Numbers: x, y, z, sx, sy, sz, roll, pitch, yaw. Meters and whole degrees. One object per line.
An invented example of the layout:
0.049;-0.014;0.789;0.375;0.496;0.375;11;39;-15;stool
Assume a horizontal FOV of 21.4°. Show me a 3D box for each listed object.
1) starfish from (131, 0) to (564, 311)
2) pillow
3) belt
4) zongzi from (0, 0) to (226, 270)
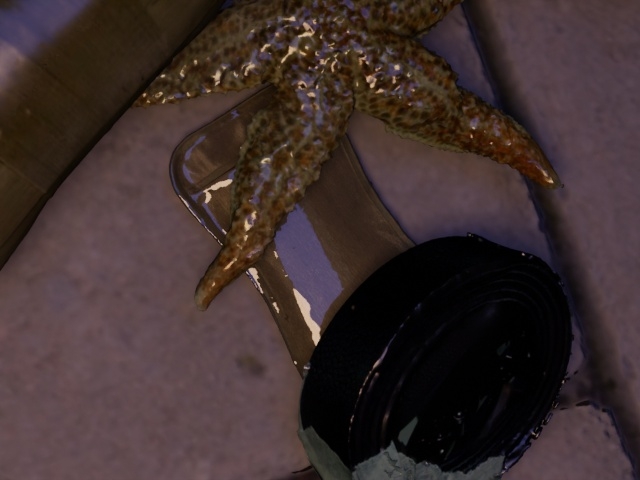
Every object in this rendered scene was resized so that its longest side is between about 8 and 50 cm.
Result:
0.010;-0.113;1.123;0.347;0.078;0.358;18;69;-6;starfish
0.000;0.000;1.143;0.130;0.033;0.217;-35;88;-20;pillow
0.075;0.091;1.100;0.198;0.078;0.151;-46;122;-13;belt
-0.251;-0.190;1.060;0.360;0.160;0.323;37;76;16;zongzi
